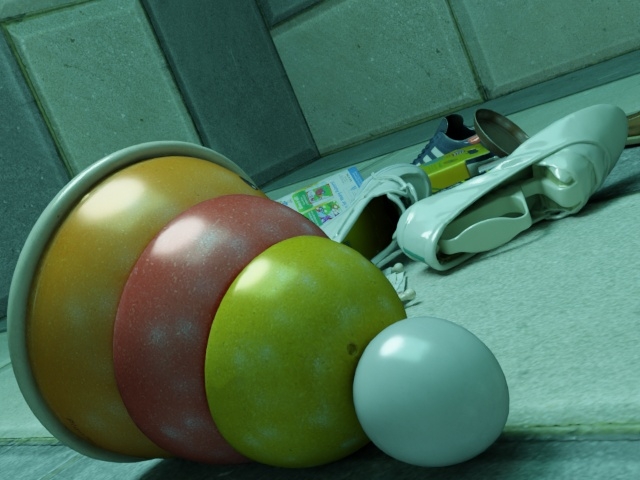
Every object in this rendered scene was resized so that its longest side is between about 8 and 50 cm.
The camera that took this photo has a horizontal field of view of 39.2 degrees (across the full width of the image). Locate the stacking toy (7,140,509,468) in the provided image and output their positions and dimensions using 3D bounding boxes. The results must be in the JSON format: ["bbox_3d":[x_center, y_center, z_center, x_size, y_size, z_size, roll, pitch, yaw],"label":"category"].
[{"bbox_3d":[-0.031,0.101,0.836,0.479,0.351,0.350,13,33,43],"label":"stacking toy"}]

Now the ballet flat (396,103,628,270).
[{"bbox_3d":[0.306,-0.064,1.326,0.400,0.139,0.139,-28,9,-3],"label":"ballet flat"}]

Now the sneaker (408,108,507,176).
[{"bbox_3d":[0.279,-0.206,2.073,0.350,0.148,0.131,-17,11,36],"label":"sneaker"}]

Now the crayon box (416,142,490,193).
[{"bbox_3d":[0.205,-0.103,1.867,0.318,0.081,0.202,-22,9,9],"label":"crayon box"}]

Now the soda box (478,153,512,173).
[{"bbox_3d":[0.393,-0.142,1.706,0.183,0.058,0.063,-22,9,12],"label":"soda box"}]

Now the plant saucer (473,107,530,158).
[{"bbox_3d":[0.386,-0.212,1.889,0.029,0.168,0.168,-53,-9,34],"label":"plant saucer"}]

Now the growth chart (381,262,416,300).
[{"bbox_3d":[0.055,0.086,1.323,0.172,0.021,0.237,-22,8,6],"label":"growth chart"}]

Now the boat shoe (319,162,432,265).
[{"bbox_3d":[0.111,-0.041,1.446,0.156,0.136,0.367,-19,11,44],"label":"boat shoe"}]

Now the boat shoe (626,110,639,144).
[{"bbox_3d":[0.639,-0.248,1.565,0.307,0.104,0.110,-14,12,43],"label":"boat shoe"}]

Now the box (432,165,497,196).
[{"bbox_3d":[0.307,-0.079,1.542,0.216,0.060,0.270,-24,8,0],"label":"box"}]

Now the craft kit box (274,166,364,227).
[{"bbox_3d":[-0.006,-0.019,1.676,0.246,0.061,0.250,-21,34,-3],"label":"craft kit box"}]
